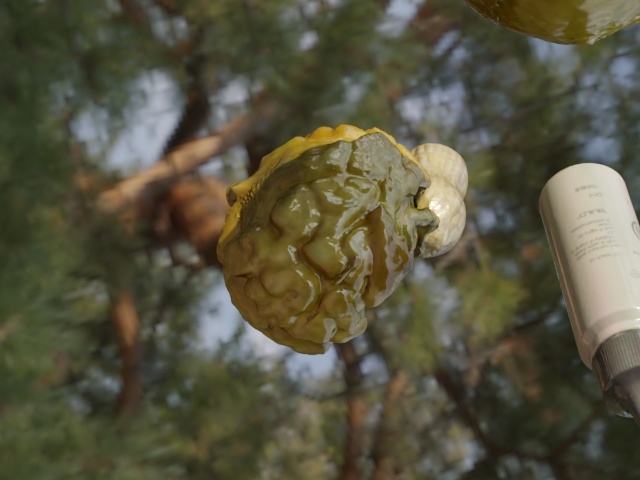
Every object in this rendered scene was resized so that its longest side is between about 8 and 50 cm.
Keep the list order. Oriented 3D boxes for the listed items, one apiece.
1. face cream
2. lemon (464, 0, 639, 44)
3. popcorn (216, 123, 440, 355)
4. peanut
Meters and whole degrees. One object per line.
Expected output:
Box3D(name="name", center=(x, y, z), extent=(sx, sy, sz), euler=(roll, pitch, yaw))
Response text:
Box3D(name="face cream", center=(0.272, 0.057, 1.614), extent=(0.311, 0.092, 0.092), euler=(-97, -170, -49))
Box3D(name="lemon", center=(0.199, -0.289, 1.425), extent=(0.310, 0.254, 0.253), euler=(16, 53, -79))
Box3D(name="popcorn", center=(0.000, 0.000, 1.744), extent=(0.190, 0.250, 0.250), euler=(58, -22, -17))
Box3D(name="peanut", center=(0.125, -0.046, 1.983), extent=(0.206, 0.087, 0.087), euler=(-74, 165, -60))
